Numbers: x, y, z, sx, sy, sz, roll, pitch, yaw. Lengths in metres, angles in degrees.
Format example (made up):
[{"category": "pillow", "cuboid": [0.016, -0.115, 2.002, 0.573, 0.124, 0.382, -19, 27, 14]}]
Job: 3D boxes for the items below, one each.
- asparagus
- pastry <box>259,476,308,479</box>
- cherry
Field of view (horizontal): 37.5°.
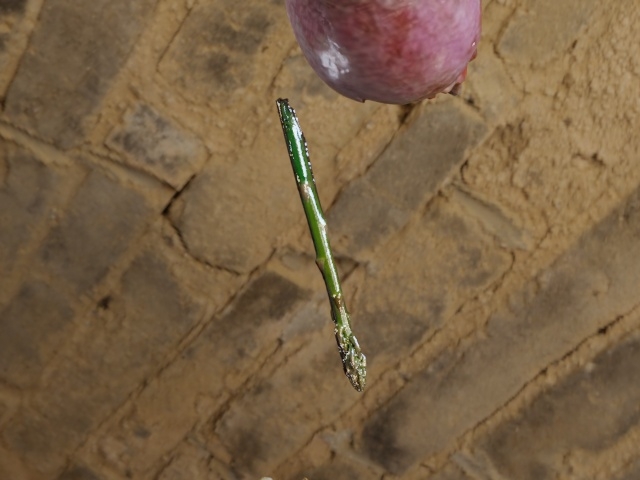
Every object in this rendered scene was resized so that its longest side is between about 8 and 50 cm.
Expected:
[{"category": "asparagus", "cuboid": [0.000, 0.000, 0.506, 0.013, 0.016, 0.166, -18, -99, 17]}, {"category": "pastry", "cuboid": [-0.017, 0.300, 0.686, 0.274, 0.193, 0.275, 2, -80, 14]}, {"category": "cherry", "cuboid": [0.052, -0.234, 0.847, 0.175, 0.192, 0.250, -9, -33, 13]}]
